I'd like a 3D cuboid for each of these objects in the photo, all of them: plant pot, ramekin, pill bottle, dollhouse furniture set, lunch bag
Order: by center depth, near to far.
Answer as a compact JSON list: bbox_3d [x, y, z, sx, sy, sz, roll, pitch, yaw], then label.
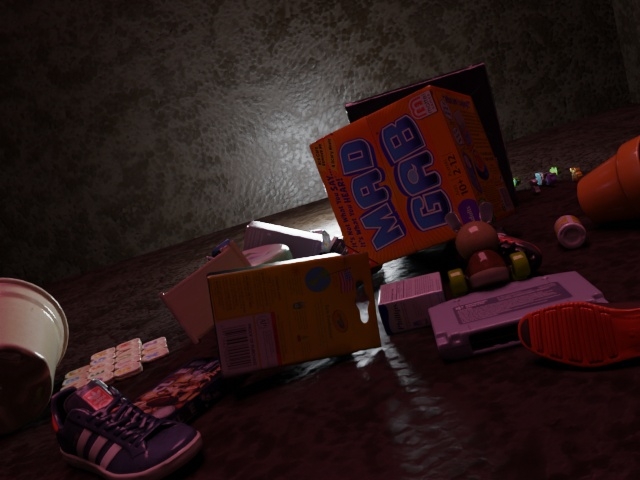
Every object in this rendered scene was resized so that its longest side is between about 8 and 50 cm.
[{"bbox_3d":[-0.767,0.290,1.451,0.334,0.333,0.305,-21,22,-20],"label":"plant pot"},{"bbox_3d":[-0.213,0.167,1.455,0.198,0.286,0.303,-37,-2,-8],"label":"dollhouse furniture set"},{"bbox_3d":[0.599,-0.025,1.470,0.065,0.065,0.116,-13,12,19],"label":"pill bottle"},{"bbox_3d":[0.744,-0.128,1.482,0.205,0.205,0.188,-26,-2,-38],"label":"plant pot"},{"bbox_3d":[-0.201,0.121,1.751,0.304,0.148,0.303,-16,11,3],"label":"ramekin"},{"bbox_3d":[0.000,0.000,2.207,0.071,0.083,0.053,-8,14,41],"label":"lunch bag"}]

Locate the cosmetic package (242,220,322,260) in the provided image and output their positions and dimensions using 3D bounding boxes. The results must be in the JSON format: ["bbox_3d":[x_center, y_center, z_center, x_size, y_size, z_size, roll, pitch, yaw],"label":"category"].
[{"bbox_3d":[-0.119,0.026,1.923,0.238,0.127,0.107,11,12,1],"label":"cosmetic package"}]

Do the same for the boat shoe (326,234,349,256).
[{"bbox_3d":[0.093,0.016,2.071,0.079,0.084,0.233,26,17,13],"label":"boat shoe"}]

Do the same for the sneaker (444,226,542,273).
[{"bbox_3d":[0.421,0.021,1.429,0.135,0.097,0.276,-25,12,-25],"label":"sneaker"}]

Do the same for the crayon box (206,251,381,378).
[{"bbox_3d":[-0.052,0.141,1.207,0.319,0.202,0.081,-8,3,-10],"label":"crayon box"}]

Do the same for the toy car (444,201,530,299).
[{"bbox_3d":[0.330,0.016,1.274,0.155,0.188,0.149,-16,-23,9],"label":"toy car"}]

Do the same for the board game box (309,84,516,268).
[{"bbox_3d":[0.255,-0.160,1.623,0.356,0.356,0.357,-22,-3,30],"label":"board game box"}]

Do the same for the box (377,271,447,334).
[{"bbox_3d":[0.198,0.132,1.294,0.137,0.072,0.126,-14,12,12],"label":"box"}]

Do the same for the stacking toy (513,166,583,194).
[{"bbox_3d":[0.797,-0.215,2.156,0.167,0.052,0.221,-16,9,-1],"label":"stacking toy"}]

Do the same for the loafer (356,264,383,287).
[{"bbox_3d":[0.093,0.077,1.702,0.080,0.078,0.220,-9,14,37],"label":"loafer"}]

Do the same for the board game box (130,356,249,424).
[{"bbox_3d":[-0.275,0.308,1.225,0.165,0.042,0.243,-9,13,35],"label":"board game box"}]

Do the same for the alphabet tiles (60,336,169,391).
[{"bbox_3d":[-0.542,0.324,1.611,0.278,0.021,0.284,-20,12,-14],"label":"alphabet tiles"}]

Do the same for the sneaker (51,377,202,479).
[{"bbox_3d":[-0.352,0.313,1.042,0.350,0.148,0.131,-9,14,35],"label":"sneaker"}]

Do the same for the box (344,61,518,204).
[{"bbox_3d":[0.386,-0.316,2.141,0.472,0.479,0.297,-14,10,12],"label":"box"}]

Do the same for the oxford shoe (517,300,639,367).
[{"bbox_3d":[0.441,0.137,0.916,0.271,0.096,0.098,-5,-4,32],"label":"oxford shoe"}]

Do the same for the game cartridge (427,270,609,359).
[{"bbox_3d":[0.350,0.132,1.121,0.294,0.060,0.196,-15,15,8],"label":"game cartridge"}]
